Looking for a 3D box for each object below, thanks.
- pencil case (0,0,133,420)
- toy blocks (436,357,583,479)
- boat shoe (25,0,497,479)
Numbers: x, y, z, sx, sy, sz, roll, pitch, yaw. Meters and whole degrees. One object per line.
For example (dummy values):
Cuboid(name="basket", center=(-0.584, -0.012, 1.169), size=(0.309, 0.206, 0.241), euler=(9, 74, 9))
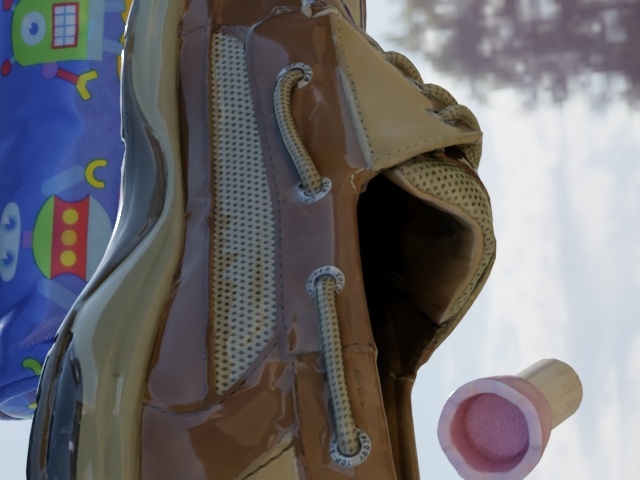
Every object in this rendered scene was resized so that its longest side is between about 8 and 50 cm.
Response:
Cuboid(name="pencil case", center=(-0.106, -0.055, 0.989), size=(0.119, 0.133, 0.306), euler=(25, -121, -61))
Cuboid(name="toy blocks", center=(0.160, 0.265, 1.135), size=(0.260, 0.288, 0.309), euler=(-21, -52, -63))
Cuboid(name="boat shoe", center=(0.000, 0.000, 0.639), size=(0.123, 0.120, 0.324), euler=(68, -159, -44))
